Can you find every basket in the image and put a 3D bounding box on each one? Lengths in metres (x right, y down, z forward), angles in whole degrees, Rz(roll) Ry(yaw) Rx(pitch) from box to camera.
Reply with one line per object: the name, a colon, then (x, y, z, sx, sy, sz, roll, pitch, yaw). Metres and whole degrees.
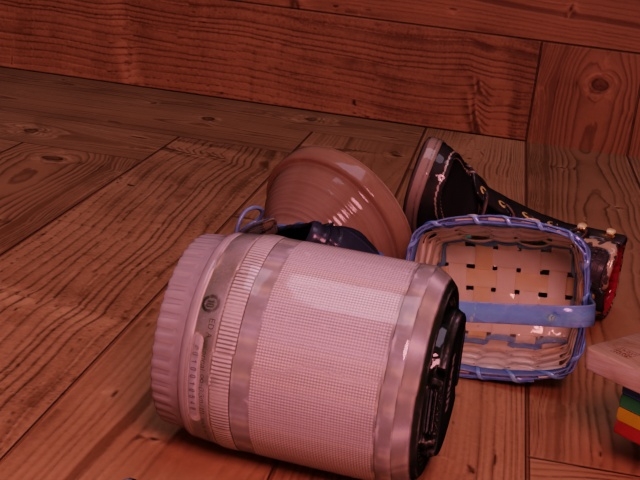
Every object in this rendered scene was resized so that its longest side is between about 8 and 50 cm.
basket: (0.202, 0.070, 1.395, 0.254, 0.201, 0.289, 4, 8, 14)

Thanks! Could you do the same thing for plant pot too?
plant pot: (0.000, 0.000, 1.565, 0.237, 0.237, 0.109, 20, 45, 36)

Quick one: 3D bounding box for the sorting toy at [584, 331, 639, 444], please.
sorting toy: (0.448, 0.176, 1.206, 0.255, 0.089, 0.257, -8, 21, -40)

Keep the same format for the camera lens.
camera lens: (-0.004, 0.114, 1.152, 0.274, 0.219, 0.219, 11, 17, 13)

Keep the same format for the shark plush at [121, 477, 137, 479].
shark plush: (-0.207, 0.242, 0.950, 0.161, 0.073, 0.067, 5, 47, -22)

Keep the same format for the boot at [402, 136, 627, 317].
boot: (0.275, -0.009, 1.620, 0.284, 0.138, 0.377, 18, -17, 20)

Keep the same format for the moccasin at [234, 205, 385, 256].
moccasin: (-0.056, 0.015, 1.417, 0.117, 0.138, 0.342, 37, -29, -25)
